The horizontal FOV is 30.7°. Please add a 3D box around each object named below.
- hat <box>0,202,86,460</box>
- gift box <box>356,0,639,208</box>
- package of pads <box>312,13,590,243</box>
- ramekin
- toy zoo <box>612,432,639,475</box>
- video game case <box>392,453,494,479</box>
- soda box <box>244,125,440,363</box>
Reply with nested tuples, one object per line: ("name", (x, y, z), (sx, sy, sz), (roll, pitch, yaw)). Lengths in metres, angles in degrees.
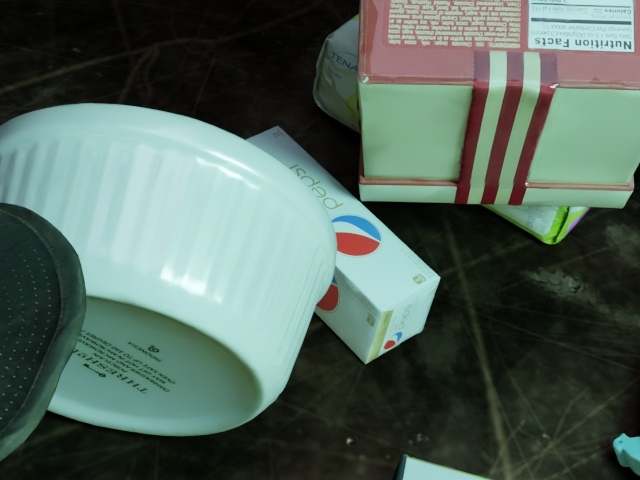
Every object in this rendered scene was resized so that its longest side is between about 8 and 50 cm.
("hat", (-0.282, 0.102, 0.655), (0.331, 0.134, 0.331), (-6, 34, 4))
("gift box", (0.155, -0.180, 0.933), (0.255, 0.258, 0.276), (7, 71, 5))
("package of pads", (0.168, -0.145, 1.152), (0.296, 0.101, 0.229), (33, 48, 18))
("ramekin", (-0.130, 0.036, 0.815), (0.273, 0.273, 0.127), (11, 57, -2))
("toy zoo", (0.370, 0.127, 0.889), (0.293, 0.030, 0.192), (-15, 27, 16))
("video game case", (0.149, 0.294, 0.782), (0.248, 0.035, 0.275), (15, 46, 2))
("soda box", (0.000, 0.000, 0.996), (0.069, 0.074, 0.216), (-28, 58, -32))
